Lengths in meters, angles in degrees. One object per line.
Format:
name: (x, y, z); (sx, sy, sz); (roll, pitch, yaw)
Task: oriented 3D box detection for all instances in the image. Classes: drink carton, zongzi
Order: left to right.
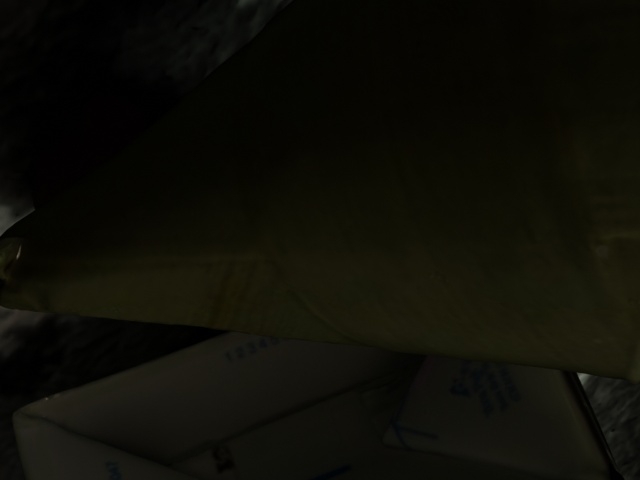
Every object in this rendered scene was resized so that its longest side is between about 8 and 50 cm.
drink carton: (0.026, 0.157, 0.780); (0.194, 0.132, 0.324); (-20, 141, 1)
zongzi: (0.106, -0.163, 0.587); (0.181, 0.418, 0.447); (1, 94, -81)

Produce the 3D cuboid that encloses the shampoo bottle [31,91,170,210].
shampoo bottle: (0.001, 0.002, 0.751); (0.236, 0.067, 0.068); (15, 99, -46)
